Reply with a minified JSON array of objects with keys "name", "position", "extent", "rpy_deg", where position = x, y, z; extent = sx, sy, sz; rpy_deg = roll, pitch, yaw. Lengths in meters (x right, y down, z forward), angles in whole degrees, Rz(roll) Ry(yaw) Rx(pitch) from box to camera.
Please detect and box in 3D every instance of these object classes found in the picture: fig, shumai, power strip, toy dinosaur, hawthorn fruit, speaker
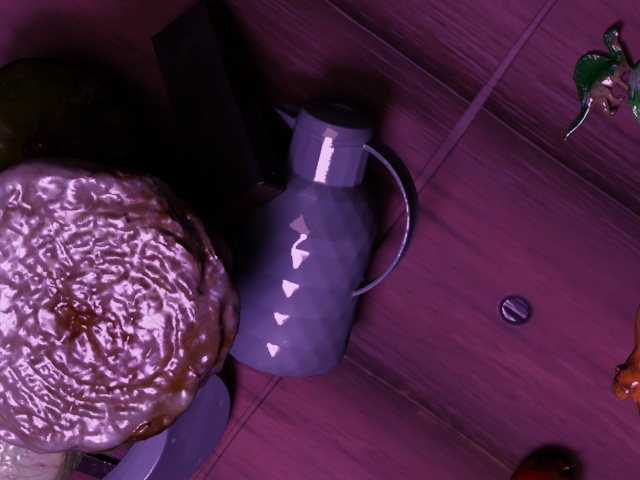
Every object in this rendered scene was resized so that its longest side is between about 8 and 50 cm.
[{"name":"fig","position":[-0.288,-0.096,1.369],"extent":[0.195,0.245,0.195],"rpy_deg":[1,101,4]},{"name":"shumai","position":[-0.213,0.030,1.316],"extent":[0.309,0.263,0.304],"rpy_deg":[-10,108,13]},{"name":"power strip","position":[-0.181,0.200,1.507],"extent":[0.054,0.168,0.253],"rpy_deg":[42,129,36]},{"name":"toy dinosaur","position":[0.269,-0.150,1.285],"extent":[0.060,0.029,0.119],"rpy_deg":[43,123,12]},{"name":"hawthorn fruit","position":[0.244,0.272,1.451],"extent":[0.077,0.077,0.077],"rpy_deg":[7,115,15]},{"name":"speaker","position":[-0.104,-0.131,1.333],"extent":[0.082,0.044,0.218],"rpy_deg":[-32,65,28]}]

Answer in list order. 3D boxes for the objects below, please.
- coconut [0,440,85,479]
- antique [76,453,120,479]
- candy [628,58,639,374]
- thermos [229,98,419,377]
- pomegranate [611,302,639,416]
[{"name":"coconut","position":[-0.403,0.144,1.483],"extent":[0.329,0.281,0.328],"rpy_deg":[1,94,7]},{"name":"antique","position":[-0.309,0.276,1.662],"extent":[0.192,0.015,0.031],"rpy_deg":[17,117,10]},{"name":"candy","position":[0.315,-0.034,1.199],"extent":[0.097,0.097,0.323],"rpy_deg":[5,77,16]},{"name":"thermos","position":[0.000,0.000,1.364],"extent":[0.182,0.145,0.286],"rpy_deg":[26,119,18]},{"name":"pomegranate","position":[0.395,0.127,1.242],"extent":[0.248,0.248,0.248],"rpy_deg":[7,115,15]}]
